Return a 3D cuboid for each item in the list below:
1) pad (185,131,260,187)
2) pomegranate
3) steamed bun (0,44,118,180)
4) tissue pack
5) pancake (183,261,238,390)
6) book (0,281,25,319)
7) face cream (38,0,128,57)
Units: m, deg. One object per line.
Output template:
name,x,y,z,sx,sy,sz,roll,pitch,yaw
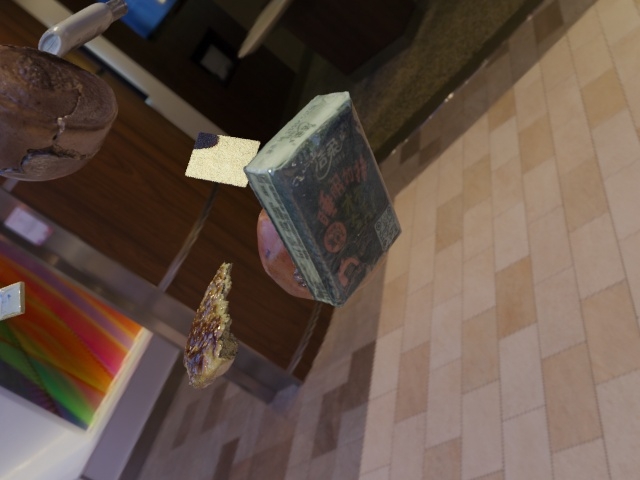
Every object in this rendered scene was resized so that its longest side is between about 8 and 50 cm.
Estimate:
pad,-0.280,-0.231,1.846,0.211,0.003,0.143,12,79,24
pomegranate,0.000,0.000,1.598,0.338,0.338,0.338,-43,24,24
steamed bun,-0.558,-0.222,1.272,0.251,0.301,0.199,-46,55,34
tissue pack,0.022,-0.069,1.158,0.103,0.316,0.228,9,47,41
pancake,-0.172,0.137,1.098,0.266,0.057,0.245,-42,29,53
book,-0.763,0.149,1.594,0.111,0.014,0.077,-16,73,33
face cream,-0.636,-0.589,1.773,0.144,0.071,0.291,-22,23,44
